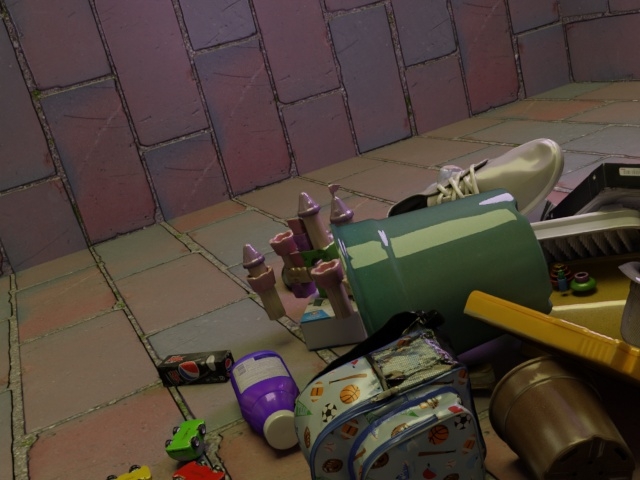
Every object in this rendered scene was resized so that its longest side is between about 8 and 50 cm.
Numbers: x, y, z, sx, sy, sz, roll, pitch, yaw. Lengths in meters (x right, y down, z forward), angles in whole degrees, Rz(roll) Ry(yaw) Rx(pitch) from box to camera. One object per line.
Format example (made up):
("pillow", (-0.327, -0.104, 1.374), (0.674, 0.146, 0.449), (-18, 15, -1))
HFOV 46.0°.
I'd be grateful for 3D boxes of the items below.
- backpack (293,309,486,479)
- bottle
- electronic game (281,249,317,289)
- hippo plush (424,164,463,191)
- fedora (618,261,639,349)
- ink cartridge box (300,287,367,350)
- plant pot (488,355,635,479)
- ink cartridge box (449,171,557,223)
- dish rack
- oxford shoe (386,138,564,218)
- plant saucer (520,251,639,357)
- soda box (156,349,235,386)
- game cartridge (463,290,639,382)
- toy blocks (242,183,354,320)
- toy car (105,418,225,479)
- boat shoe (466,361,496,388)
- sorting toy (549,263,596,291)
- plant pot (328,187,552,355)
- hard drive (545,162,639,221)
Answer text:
("backpack", (0.100, 0.281, 1.091), (0.263, 0.277, 0.213), (-18, 30, -1))
("bottle", (-0.097, 0.301, 1.434), (0.118, 0.092, 0.283), (-19, 17, -11))
("electronic game", (-0.003, 0.066, 2.137), (0.229, 0.048, 0.229), (-17, 31, 11))
("hippo plush", (0.363, -0.055, 2.102), (0.294, 0.234, 0.236), (-61, 6, -7))
("fedora", (0.582, 0.140, 1.226), (0.243, 0.124, 0.275), (22, 16, -4))
("ink cartridge box", (0.043, 0.171, 1.757), (0.139, 0.082, 0.191), (-12, 18, 14))
("plant pot", (0.340, 0.276, 1.048), (0.166, 0.167, 0.165), (-15, 25, 0))
("ink cartridge box", (0.460, -0.062, 1.848), (0.272, 0.114, 0.197), (24, -7, -33))
("dish rack", (0.536, 0.001, 1.607), (0.332, 0.072, 0.285), (-10, -21, 28))
("oxford shoe", (0.328, -0.093, 1.681), (0.449, 0.130, 0.169), (-28, 49, 32))
("plant saucer", (0.570, 0.109, 1.505), (0.332, 0.081, 0.333), (-8, 17, 21))
("soda box", (-0.280, 0.289, 1.701), (0.168, 0.053, 0.060), (-9, 17, 21))
("game cartridge", (0.425, 0.174, 1.167), (0.285, 0.053, 0.323), (25, -5, -30))
("toy blocks", (0.000, 0.000, 1.730), (0.288, 0.260, 0.309), (-8, 21, 45))
("toy car", (-0.252, 0.396, 1.330), (0.238, 0.053, 0.225), (-10, 17, 14))
("boat shoe", (0.256, 0.255, 1.361), (0.135, 0.045, 0.050), (-18, 11, 46))
("sorting toy", (0.491, 0.070, 1.485), (0.061, 0.042, 0.102), (-25, 19, -29))
("plant pot", (0.226, 0.073, 1.408), (0.334, 0.341, 0.341), (-20, 16, 1))
("hard drive", (0.644, -0.071, 1.603), (0.236, 0.064, 0.339), (1, -17, -4))
